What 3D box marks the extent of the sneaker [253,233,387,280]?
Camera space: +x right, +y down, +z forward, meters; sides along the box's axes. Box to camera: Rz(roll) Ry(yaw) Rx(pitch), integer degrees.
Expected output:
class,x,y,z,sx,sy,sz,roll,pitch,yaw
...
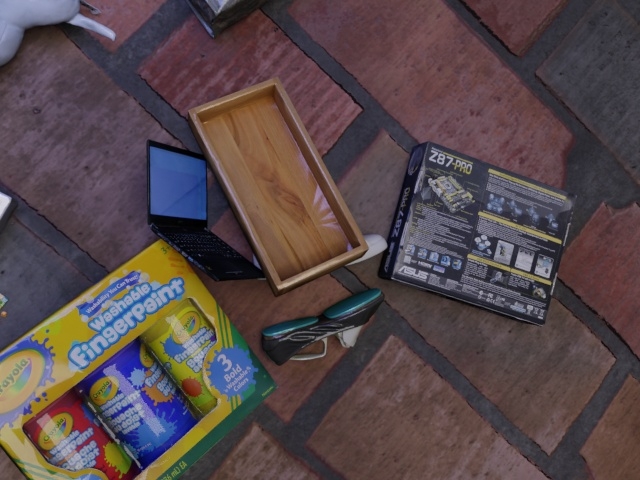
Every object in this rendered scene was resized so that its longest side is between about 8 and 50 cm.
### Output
class,x,y,z,sx,sy,sz,roll,pitch,yaw
sneaker,0.000,0.000,1.591,0.290,0.106,0.123,-10,93,-15

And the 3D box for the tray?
class,x,y,z,sx,sy,sz,roll,pitch,yaw
tray,-0.090,-0.112,1.533,0.203,0.076,0.411,-24,79,-16

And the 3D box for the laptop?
class,x,y,z,sx,sy,sz,roll,pitch,yaw
laptop,-0.211,-0.051,1.447,0.264,0.234,0.136,36,100,16

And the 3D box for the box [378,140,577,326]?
class,x,y,z,sx,sy,sz,roll,pitch,yaw
box,0.357,-0.011,1.703,0.395,0.097,0.318,17,85,-15

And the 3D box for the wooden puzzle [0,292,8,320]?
class,x,y,z,sx,sy,sz,roll,pitch,yaw
wooden puzzle,-0.635,0.117,1.452,0.083,0.006,0.049,41,78,-11

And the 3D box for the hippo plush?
class,x,y,z,sx,sy,sz,roll,pitch,yaw
hippo plush,-0.596,-0.449,1.414,0.236,0.234,0.294,-41,142,3

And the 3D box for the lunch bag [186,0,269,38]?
class,x,y,z,sx,sy,sz,roll,pitch,yaw
lunch bag,-0.205,-0.606,1.527,0.235,0.169,0.287,-37,90,-11

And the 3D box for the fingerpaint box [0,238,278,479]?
class,x,y,z,sx,sy,sz,roll,pitch,yaw
fingerpaint box,-0.364,0.269,1.397,0.445,0.163,0.371,-38,98,-28

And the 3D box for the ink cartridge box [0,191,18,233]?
class,x,y,z,sx,sy,sz,roll,pitch,yaw
ink cartridge box,-0.730,-0.054,1.375,0.273,0.114,0.197,29,81,-13

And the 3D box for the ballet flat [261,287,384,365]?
class,x,y,z,sx,sy,sz,roll,pitch,yaw
ballet flat,0.013,0.189,1.603,0.280,0.095,0.096,-19,103,-6
